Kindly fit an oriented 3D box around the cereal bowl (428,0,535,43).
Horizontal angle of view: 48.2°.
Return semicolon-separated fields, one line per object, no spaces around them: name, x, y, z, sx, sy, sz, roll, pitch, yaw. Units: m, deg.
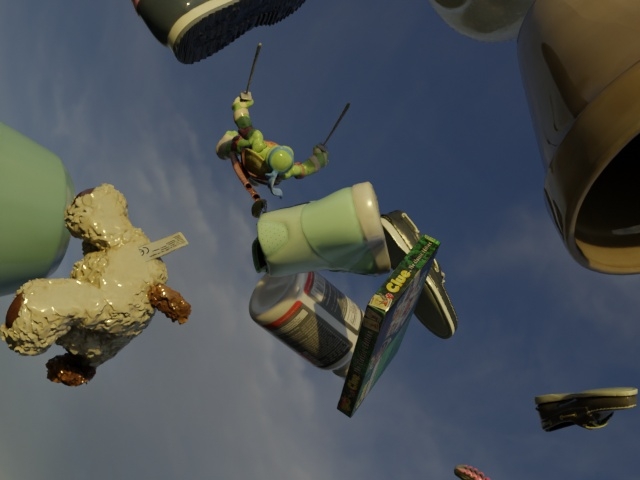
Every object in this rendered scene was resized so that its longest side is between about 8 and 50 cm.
cereal bowl;0.265;-0.497;1.223;0.339;0.141;0.339;50;-27;36

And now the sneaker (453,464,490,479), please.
sneaker;0.257;0.404;1.129;0.119;0.047;0.057;34;-84;12

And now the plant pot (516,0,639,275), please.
plant pot;0.366;-0.166;0.800;0.323;0.323;0.280;108;-27;-47

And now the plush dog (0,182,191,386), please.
plush dog;-0.300;0.087;1.004;0.210;0.262;0.225;26;-33;-12

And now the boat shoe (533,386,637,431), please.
boat shoe;0.472;0.301;1.267;0.228;0.081;0.069;145;-57;-62

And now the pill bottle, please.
pill bottle;-0.003;0.226;1.957;0.363;0.210;0.210;42;-24;-27

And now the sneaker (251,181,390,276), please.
sneaker;0.000;-0.001;0.833;0.256;0.151;0.094;53;24;-75

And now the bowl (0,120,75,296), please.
bowl;-0.494;-0.039;1.119;0.311;0.163;0.312;-18;-113;50

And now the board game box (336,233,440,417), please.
board game box;0.083;0.118;0.926;0.030;0.136;0.260;29;-38;15

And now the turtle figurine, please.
turtle figurine;-0.085;-0.205;1.404;0.266;0.197;0.275;-1;-94;64

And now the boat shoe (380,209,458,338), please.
boat shoe;0.219;0.067;1.552;0.302;0.091;0.114;60;-33;4

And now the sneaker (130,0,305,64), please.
sneaker;-0.121;-0.361;0.991;0.131;0.319;0.112;43;-42;9
